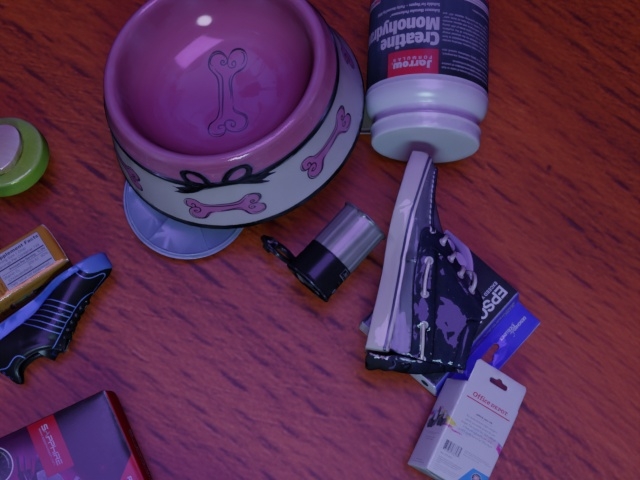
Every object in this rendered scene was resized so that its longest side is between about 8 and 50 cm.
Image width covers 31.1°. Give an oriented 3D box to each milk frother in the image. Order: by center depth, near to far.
[{"bbox_3d":[0.000,0.000,1.752,0.143,0.129,0.135,43,81,2],"label":"milk frother"}]

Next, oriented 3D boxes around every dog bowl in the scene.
[{"bbox_3d":[-0.144,-0.230,1.739,0.408,0.150,0.407,-5,65,10],"label":"dog bowl"}]

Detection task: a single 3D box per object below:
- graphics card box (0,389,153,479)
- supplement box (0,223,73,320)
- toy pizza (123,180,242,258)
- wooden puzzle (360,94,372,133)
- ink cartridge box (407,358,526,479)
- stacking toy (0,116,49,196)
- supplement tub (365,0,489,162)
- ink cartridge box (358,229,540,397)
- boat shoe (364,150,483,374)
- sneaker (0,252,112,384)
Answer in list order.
[{"bbox_3d":[-0.424,0.395,1.645,0.371,0.094,0.232,-24,78,-8],"label":"graphics card box"},{"bbox_3d":[-0.491,0.073,1.736,0.233,0.078,0.080,-31,76,-11],"label":"supplement box"},{"bbox_3d":[-0.208,-0.066,1.810,0.201,0.032,0.201,1,76,-3],"label":"toy pizza"},{"bbox_3d":[0.052,-0.204,1.869,0.116,0.014,0.078,6,71,-1],"label":"wooden puzzle"},{"bbox_3d":[0.220,0.276,1.707,0.104,0.061,0.181,33,75,-20],"label":"ink cartridge box"},{"bbox_3d":[-0.583,-0.134,1.726,0.309,0.130,0.279,37,73,20],"label":"stacking toy"},{"bbox_3d":[0.168,-0.276,1.802,0.191,0.191,0.272,3,75,-2],"label":"supplement tub"},{"bbox_3d":[0.203,0.126,1.772,0.208,0.045,0.206,42,77,7],"label":"ink cartridge box"},{"bbox_3d":[0.171,0.041,1.713,0.158,0.127,0.340,12,79,4],"label":"boat shoe"},{"bbox_3d":[-0.394,0.118,1.731,0.232,0.081,0.090,-40,83,-5],"label":"sneaker"}]
